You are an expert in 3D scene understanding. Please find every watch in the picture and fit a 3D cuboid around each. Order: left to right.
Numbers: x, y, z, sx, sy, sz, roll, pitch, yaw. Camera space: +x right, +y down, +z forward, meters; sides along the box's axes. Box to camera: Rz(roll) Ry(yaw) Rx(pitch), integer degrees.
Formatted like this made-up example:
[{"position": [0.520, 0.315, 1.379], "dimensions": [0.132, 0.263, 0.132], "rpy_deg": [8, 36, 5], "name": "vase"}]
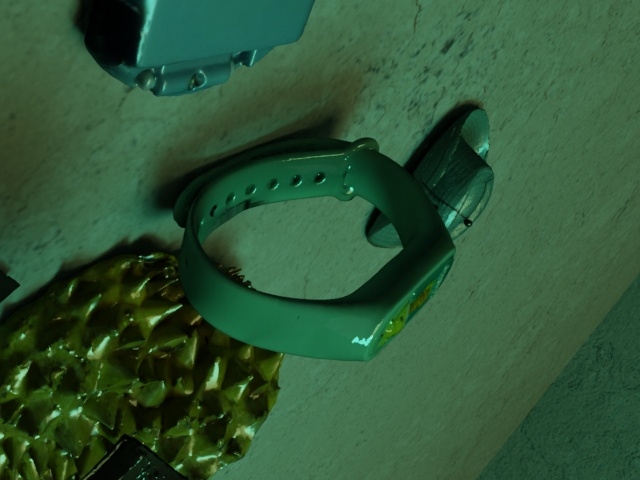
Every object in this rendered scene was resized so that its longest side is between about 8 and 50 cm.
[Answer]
[{"position": [0.000, 0.000, 0.798], "dimensions": [0.237, 0.195, 0.068], "rpy_deg": [-39, 154, -44], "name": "watch"}]

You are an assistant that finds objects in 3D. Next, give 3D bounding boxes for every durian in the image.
[{"position": [-0.172, 0.108, 0.793], "dimensions": [0.305, 0.185, 0.196], "rpy_deg": [-34, 131, -11], "name": "durian"}]

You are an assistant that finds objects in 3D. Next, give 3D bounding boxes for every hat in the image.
[{"position": [0.139, -0.048, 1.092], "dimensions": [0.191, 0.078, 0.138], "rpy_deg": [-51, 158, 7], "name": "hat"}]

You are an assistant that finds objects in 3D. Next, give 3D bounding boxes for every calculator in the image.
[{"position": [-0.042, -0.209, 0.578], "dimensions": [0.173, 0.051, 0.293], "rpy_deg": [-19, 143, -46], "name": "calculator"}]

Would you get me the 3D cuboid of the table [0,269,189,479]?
[{"position": [-0.242, 0.154, 0.550], "dimensions": [0.282, 0.250, 0.196], "rpy_deg": [-45, 154, -12], "name": "table"}]
